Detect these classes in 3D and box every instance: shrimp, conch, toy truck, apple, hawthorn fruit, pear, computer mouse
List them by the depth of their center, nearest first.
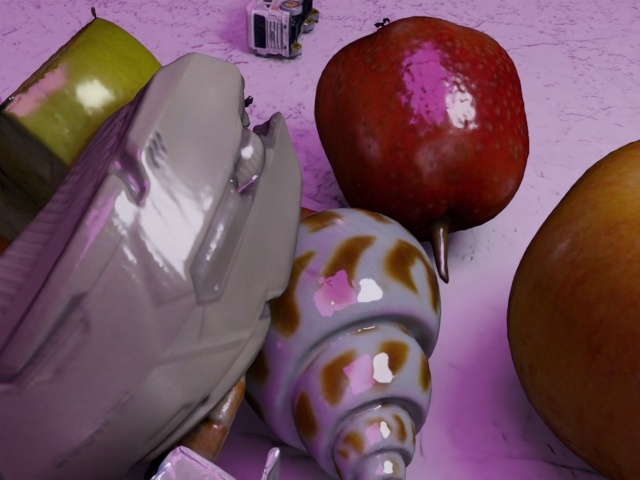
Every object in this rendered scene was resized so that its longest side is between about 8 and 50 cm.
[{"bbox_3d":[-0.130,0.024,0.720,0.145,0.228,0.429,-5,49,44],"label":"computer mouse"},{"bbox_3d":[-0.156,0.242,0.789,0.058,0.169,0.296,34,74,-10],"label":"shrimp"},{"bbox_3d":[0.389,0.065,0.841,0.400,0.333,0.400,-11,27,5],"label":"apple"},{"bbox_3d":[0.031,0.103,0.878,0.249,0.197,0.368,-1,66,-18],"label":"conch"},{"bbox_3d":[-0.227,-0.062,0.940,0.342,0.318,0.238,-9,37,55],"label":"pear"},{"bbox_3d":[0.140,-0.113,1.110,0.285,0.285,0.369,-4,65,-10],"label":"hawthorn fruit"},{"bbox_3d":[-0.071,-0.422,1.533,0.114,0.098,0.227,8,40,9],"label":"toy truck"}]

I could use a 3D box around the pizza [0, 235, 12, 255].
[{"bbox_3d":[-0.398,-0.007,1.070,0.271,0.056,0.134,-28,49,-36],"label":"pizza"}]

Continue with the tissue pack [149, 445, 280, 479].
[{"bbox_3d":[-0.062,0.276,0.661,0.159,0.229,0.145,27,46,20],"label":"tissue pack"}]

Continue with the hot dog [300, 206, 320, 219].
[{"bbox_3d":[0.000,0.000,1.084,0.289,0.068,0.083,22,4,17],"label":"hot dog"}]
